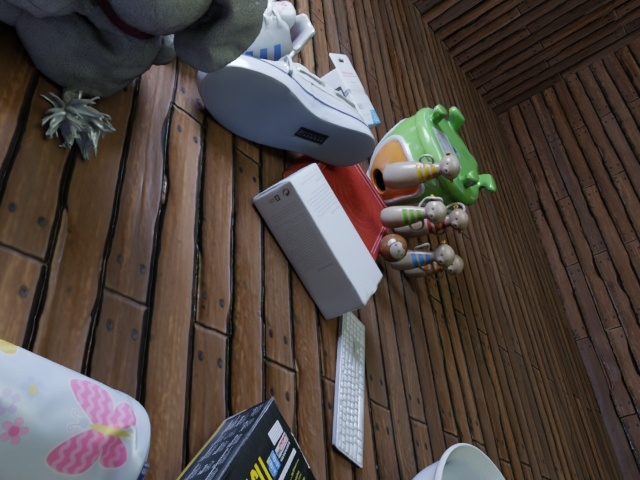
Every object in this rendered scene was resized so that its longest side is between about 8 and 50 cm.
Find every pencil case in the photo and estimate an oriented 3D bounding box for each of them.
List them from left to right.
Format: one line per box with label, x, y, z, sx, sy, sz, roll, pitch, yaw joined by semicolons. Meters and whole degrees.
pencil case;-0.255;0.122;0.408;0.273;0.114;0.124;40;63;-36

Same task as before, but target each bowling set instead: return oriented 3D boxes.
bowling set;0.208;-0.006;1.162;0.200;0.154;0.287;-62;140;-56

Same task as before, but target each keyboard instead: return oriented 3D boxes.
keyboard;0.049;0.219;0.930;0.072;0.014;0.256;43;34;-31

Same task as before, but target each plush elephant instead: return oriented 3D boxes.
plush elephant;-0.222;-0.289;0.658;0.272;0.255;0.329;14;54;-54

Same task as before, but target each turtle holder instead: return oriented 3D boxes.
turtle holder;0.243;-0.171;1.362;0.243;0.227;0.320;56;28;-10

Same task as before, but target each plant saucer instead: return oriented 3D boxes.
plant saucer;0.055;-0.077;1.160;0.258;0.048;0.259;55;30;-13

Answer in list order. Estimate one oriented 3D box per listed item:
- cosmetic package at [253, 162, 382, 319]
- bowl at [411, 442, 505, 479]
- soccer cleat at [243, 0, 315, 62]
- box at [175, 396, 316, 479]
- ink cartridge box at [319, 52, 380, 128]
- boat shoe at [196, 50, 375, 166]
cosmetic package;0.000;0.000;0.965;0.231;0.086;0.117;61;28;-8
bowl;0.189;0.451;0.837;0.298;0.134;0.297;38;37;-37
soccer cleat;-0.130;-0.370;1.000;0.331;0.143;0.116;-17;81;-61
box;-0.047;0.315;0.523;0.257;0.079;0.322;61;9;0
ink cartridge box;0.058;-0.334;1.369;0.180;0.060;0.104;63;29;0
boat shoe;-0.055;-0.253;1.013;0.367;0.136;0.156;13;49;-41
